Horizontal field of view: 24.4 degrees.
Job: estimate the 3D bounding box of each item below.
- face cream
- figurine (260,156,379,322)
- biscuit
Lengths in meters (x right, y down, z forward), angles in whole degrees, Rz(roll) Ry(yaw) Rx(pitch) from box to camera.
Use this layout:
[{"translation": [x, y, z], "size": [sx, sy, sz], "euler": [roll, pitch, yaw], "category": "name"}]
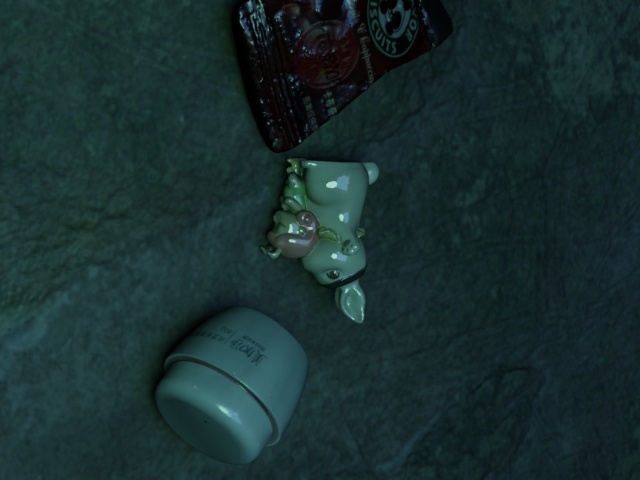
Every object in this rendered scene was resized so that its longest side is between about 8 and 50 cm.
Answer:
[{"translation": [-0.073, 0.122, 1.249], "size": [0.104, 0.117, 0.117], "euler": [-52, 122, -29], "category": "face cream"}, {"translation": [-0.002, -0.002, 1.330], "size": [0.098, 0.081, 0.146], "euler": [6, 98, 6], "category": "figurine"}, {"translation": [0.023, -0.197, 1.323], "size": [0.235, 0.063, 0.151], "euler": [-41, 129, -32], "category": "biscuit"}]
